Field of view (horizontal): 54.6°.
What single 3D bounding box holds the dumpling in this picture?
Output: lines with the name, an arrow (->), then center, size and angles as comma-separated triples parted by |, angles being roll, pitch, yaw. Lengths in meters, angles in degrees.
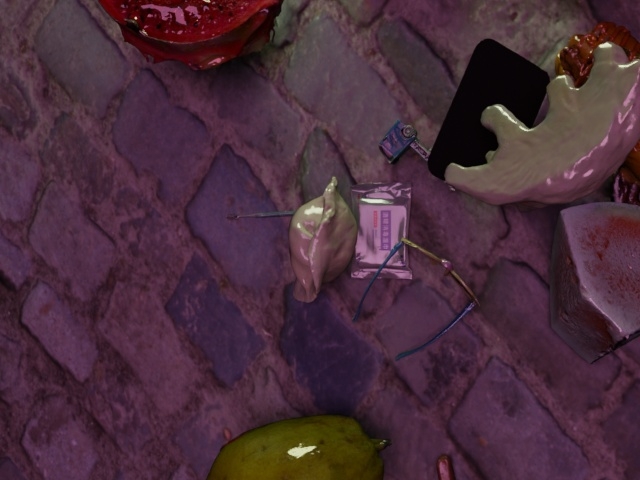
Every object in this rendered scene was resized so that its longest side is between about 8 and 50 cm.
dumpling -> 0.000, 0.000, 1.189 | 0.132, 0.162, 0.250 | 15, 93, -9

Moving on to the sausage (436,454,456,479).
sausage -> 0.250, 0.487, 1.189 | 0.035, 0.030, 0.147 | -13, 86, 16

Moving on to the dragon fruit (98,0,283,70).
dragon fruit -> -0.239, -0.496, 1.222 | 0.386, 0.249, 0.371 | 33, 81, 8

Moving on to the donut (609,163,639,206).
donut -> 0.578, -0.080, 1.106 | 0.140, 0.059, 0.140 | -1, 88, 13

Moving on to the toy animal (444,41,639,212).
toy animal -> 0.415, -0.165, 1.055 | 0.266, 0.188, 0.308 | 34, 95, 53

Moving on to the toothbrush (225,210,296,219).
toothbrush -> -0.119, -0.054, 1.296 | 0.167, 0.014, 0.011 | -2, 80, 13

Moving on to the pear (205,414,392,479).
pear -> -0.034, 0.455, 1.142 | 0.375, 0.287, 0.287 | -25, 83, -9

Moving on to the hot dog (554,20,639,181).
hot dog -> 0.543, -0.236, 1.055 | 0.158, 0.117, 0.349 | -32, 68, 8

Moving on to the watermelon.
watermelon -> 0.497, 0.063, 1.026 | 0.320, 0.214, 0.289 | -31, 101, 35

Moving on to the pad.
pad -> 0.313, -0.219, 1.150 | 0.181, 0.004, 0.267 | 22, 94, -20

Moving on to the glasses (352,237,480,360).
glasses -> 0.175, 0.110, 1.200 | 0.189, 0.088, 0.220 | 40, 118, -3

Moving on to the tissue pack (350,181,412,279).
tissue pack -> 0.120, -0.019, 1.231 | 0.122, 0.026, 0.193 | -1, 91, 13

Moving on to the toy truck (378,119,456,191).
toy truck -> 0.193, -0.151, 1.201 | 0.175, 0.067, 0.081 | 45, 105, 7
